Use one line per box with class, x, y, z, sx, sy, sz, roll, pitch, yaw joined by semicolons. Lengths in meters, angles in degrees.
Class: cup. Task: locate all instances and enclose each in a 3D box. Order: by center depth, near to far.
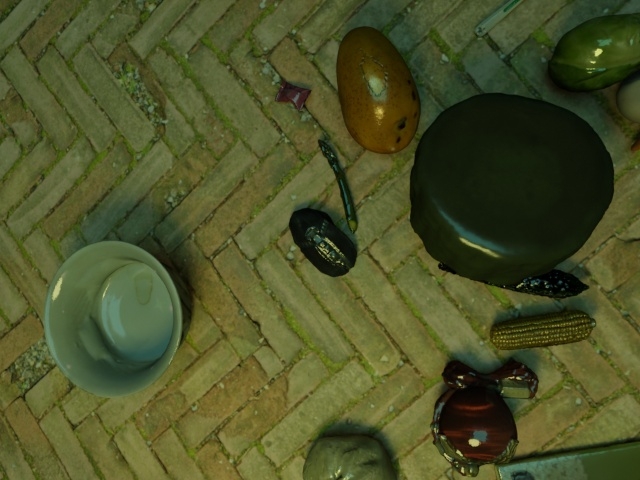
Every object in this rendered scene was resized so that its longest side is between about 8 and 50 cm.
cup;-0.449;0.174;1.026;0.346;0.163;0.348;0;89;12

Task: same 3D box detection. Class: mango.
mango;0.114;-0.329;0.922;0.159;0.191;0.291;-18;80;3

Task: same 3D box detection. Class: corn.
corn;0.457;0.188;0.895;0.207;0.068;0.068;-13;86;12

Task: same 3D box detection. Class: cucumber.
cucumber;0.401;0.071;0.906;0.299;0.072;0.072;16;91;12

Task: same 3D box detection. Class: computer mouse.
computer mouse;0.000;0.000;0.993;0.106;0.062;0.192;-45;80;7

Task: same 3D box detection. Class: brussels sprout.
brussels sprout;0.541;-0.363;0.839;0.183;0.145;0.132;6;114;52

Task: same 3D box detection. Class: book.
book;0.560;0.550;0.880;0.351;0.035;0.240;-15;84;11

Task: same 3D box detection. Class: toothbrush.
toothbrush;0.463;-0.552;0.937;0.303;0.030;0.030;-39;82;11

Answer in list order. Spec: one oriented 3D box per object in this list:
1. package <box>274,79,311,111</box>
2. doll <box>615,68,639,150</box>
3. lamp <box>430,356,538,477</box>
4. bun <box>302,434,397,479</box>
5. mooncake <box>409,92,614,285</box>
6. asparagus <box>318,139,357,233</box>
package;-0.067;-0.347;1.033;0.083;0.029;0.059;27;90;19
doll;0.697;-0.261;0.801;0.251;0.221;0.221;-40;81;34
lamp;0.333;0.357;0.873;0.214;0.151;0.224;2;87;7
bun;0.056;0.542;0.933;0.230;0.133;0.232;0;91;12
mooncake;0.348;-0.099;0.835;0.355;0.194;0.357;-1;71;3
asparagus;0.046;-0.130;1.005;0.034;0.027;0.236;-19;85;-1
